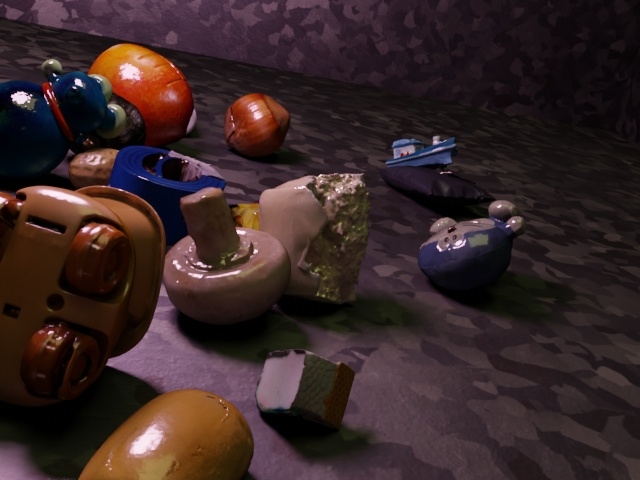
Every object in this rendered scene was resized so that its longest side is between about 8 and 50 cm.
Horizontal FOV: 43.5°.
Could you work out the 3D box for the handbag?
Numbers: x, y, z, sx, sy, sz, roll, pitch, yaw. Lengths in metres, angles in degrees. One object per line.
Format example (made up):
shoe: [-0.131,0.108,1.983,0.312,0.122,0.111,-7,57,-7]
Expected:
handbag: [0.305,-0.143,2.104,0.211,0.088,0.254,3,15,-27]

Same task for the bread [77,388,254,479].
bread: [-0.160,0.232,0.860,0.148,0.098,0.217,13,19,11]

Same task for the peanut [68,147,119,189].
peanut: [-0.418,-0.146,1.680,0.226,0.095,0.108,-3,26,-38]

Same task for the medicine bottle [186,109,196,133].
medicine bottle: [-0.407,-0.364,2.237,0.103,0.102,0.186,5,22,-19]

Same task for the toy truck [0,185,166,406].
toy truck: [-0.328,0.058,0.997,0.205,0.287,0.211,16,-4,12]

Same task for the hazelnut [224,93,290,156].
hazelnut: [-0.169,-0.302,2.154,0.182,0.182,0.182,11,21,-4]

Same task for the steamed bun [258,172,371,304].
steamed bun: [0.000,0.000,1.373,0.200,0.225,0.170,-6,-4,-11]

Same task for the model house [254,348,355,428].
model house: [-0.018,0.199,1.061,0.100,0.087,0.101,27,-22,-31]

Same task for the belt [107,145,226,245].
belt: [-0.293,-0.091,1.514,0.213,0.117,0.347,16,12,-8]

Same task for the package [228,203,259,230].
package: [-0.094,-0.016,1.541,0.169,0.090,0.226,2,20,-18]

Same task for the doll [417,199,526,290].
doll: [0.296,0.015,1.610,0.228,0.153,0.258,-15,0,27]

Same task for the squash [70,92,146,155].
squash: [-0.488,-0.254,1.798,0.193,0.193,0.156,23,51,25]

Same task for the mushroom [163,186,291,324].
mushroom: [-0.146,0.025,1.260,0.207,0.209,0.206,6,-1,0]

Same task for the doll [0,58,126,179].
doll: [-0.572,-0.242,1.624,0.322,0.198,0.186,-31,-6,-3]

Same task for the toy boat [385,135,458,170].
toy boat: [0.284,-0.242,2.199,0.109,0.098,0.238,2,-5,-39]

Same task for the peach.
peach: [-0.455,-0.337,1.990,0.275,0.248,0.245,33,61,15]
